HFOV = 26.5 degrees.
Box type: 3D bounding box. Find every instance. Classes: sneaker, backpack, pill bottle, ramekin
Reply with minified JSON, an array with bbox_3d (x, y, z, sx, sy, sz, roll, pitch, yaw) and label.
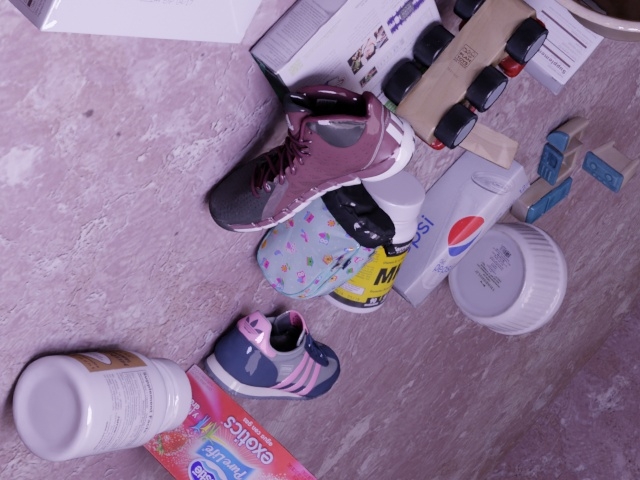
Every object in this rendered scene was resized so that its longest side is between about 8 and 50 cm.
[{"bbox_3d":[-0.039,-0.116,1.648,0.281,0.106,0.162,-23,145,15],"label":"sneaker"},{"bbox_3d":[0.000,0.000,1.903,0.182,0.152,0.115,-46,153,27],"label":"backpack"},{"bbox_3d":[-0.273,0.207,1.751,0.131,0.131,0.229,-56,154,17],"label":"pill bottle"},{"bbox_3d":[0.325,0.064,2.433,0.109,0.207,0.207,11,118,-50],"label":"ramekin"},{"bbox_3d":[0.075,-0.003,2.021,0.119,0.119,0.209,-23,145,-43],"label":"pill bottle"},{"bbox_3d":[-0.040,0.169,2.094,0.131,0.112,0.319,-53,156,17],"label":"sneaker"}]

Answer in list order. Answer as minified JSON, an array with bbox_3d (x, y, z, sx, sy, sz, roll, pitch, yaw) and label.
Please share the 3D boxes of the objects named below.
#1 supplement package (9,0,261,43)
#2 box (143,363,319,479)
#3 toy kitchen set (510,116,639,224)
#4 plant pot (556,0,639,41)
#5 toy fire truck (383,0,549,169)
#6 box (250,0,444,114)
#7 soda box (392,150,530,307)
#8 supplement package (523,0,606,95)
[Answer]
[{"bbox_3d":[-0.153,-0.301,1.196,0.261,0.145,0.204,-8,135,-55],"label":"supplement package"},{"bbox_3d":[-0.118,0.345,1.997,0.142,0.300,0.154,-45,156,-10],"label":"box"},{"bbox_3d":[0.458,-0.094,2.450,0.122,0.166,0.207,-35,152,-27],"label":"toy kitchen set"},{"bbox_3d":[0.403,-0.391,1.712,0.334,0.334,0.305,-49,170,2],"label":"plant pot"},{"bbox_3d":[0.219,-0.203,1.828,0.217,0.158,0.246,-51,167,2],"label":"toy fire truck"},{"bbox_3d":[0.051,-0.234,1.729,0.232,0.058,0.322,-46,154,-5],"label":"box"},{"bbox_3d":[0.211,-0.031,2.226,0.286,0.098,0.091,-46,155,-3],"label":"soda box"},{"bbox_3d":[0.371,-0.348,1.943,0.244,0.134,0.139,-49,175,2],"label":"supplement package"}]
